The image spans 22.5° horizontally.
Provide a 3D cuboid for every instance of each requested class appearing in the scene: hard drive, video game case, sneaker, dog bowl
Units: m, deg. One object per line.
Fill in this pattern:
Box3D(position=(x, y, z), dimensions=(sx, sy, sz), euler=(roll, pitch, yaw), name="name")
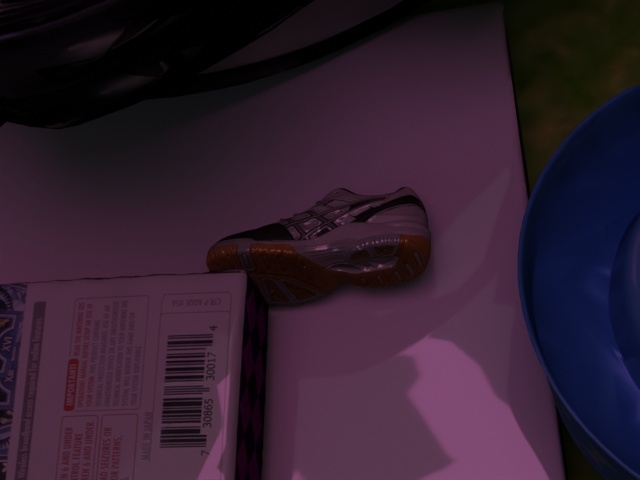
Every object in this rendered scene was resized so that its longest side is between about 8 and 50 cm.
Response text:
Box3D(position=(-0.089, 0.041, 0.632), dimensions=(0.353, 0.047, 0.233), euler=(-8, 67, 9), name="hard drive")
Box3D(position=(-0.126, 0.127, 0.553), dimensions=(0.210, 0.042, 0.232), euler=(-4, 66, 12), name="video game case")
Box3D(position=(0.000, 0.000, 0.592), dimensions=(0.083, 0.032, 0.037), euler=(-5, 47, 10), name="sneaker")
Box3D(position=(0.200, -0.009, 0.553), dimensions=(0.297, 0.074, 0.166), euler=(-35, 68, -14), name="dog bowl")

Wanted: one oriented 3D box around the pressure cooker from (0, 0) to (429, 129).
Box3D(position=(-0.059, -0.258, 0.553), dimensions=(0.375, 0.370, 0.420), euler=(-13, 55, -25), name="pressure cooker")
